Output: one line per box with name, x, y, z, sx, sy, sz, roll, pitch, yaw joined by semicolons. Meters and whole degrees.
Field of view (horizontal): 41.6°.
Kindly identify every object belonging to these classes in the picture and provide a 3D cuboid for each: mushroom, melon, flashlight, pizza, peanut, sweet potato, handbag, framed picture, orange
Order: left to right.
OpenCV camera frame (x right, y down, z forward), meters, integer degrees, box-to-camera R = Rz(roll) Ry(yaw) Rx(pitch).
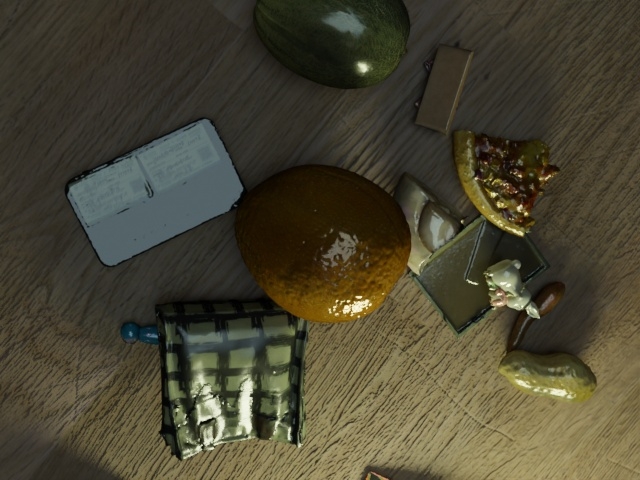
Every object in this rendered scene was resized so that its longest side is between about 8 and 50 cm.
flashlight;-0.371;0.203;1.842;0.129;0.051;0.051;4;96;-12
handbag;-0.188;0.289;1.816;0.325;0.162;0.326;-2;100;-17
orange;0.000;0.000;1.728;0.357;0.322;0.322;28;92;14
melon;0.025;-0.442;1.728;0.329;0.248;0.248;17;94;-7
mushroom;0.201;-0.035;1.827;0.173;0.236;0.162;39;101;5
framed picture;0.367;0.066;1.947;0.281;0.019;0.209;-37;100;-3
pizza;0.431;-0.156;1.894;0.229;0.081;0.289;-32;93;-11
sweet potato;0.494;0.179;1.967;0.050;0.050;0.214;39;94;-11
peanut;0.525;0.307;1.950;0.237;0.120;0.110;15;68;-9

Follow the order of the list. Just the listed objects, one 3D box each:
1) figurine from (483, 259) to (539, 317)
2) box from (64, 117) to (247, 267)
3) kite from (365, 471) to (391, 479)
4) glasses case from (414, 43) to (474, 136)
figurine;0.433;0.119;1.927;0.098;0.081;0.146;-15;108;36
box;-0.349;-0.104;1.805;0.350;0.058;0.211;-25;98;-5
kite;0.166;0.693;1.967;0.378;0.013;0.327;-17;92;6
glasses case;0.265;-0.335;1.870;0.103;0.070;0.193;18;96;18
